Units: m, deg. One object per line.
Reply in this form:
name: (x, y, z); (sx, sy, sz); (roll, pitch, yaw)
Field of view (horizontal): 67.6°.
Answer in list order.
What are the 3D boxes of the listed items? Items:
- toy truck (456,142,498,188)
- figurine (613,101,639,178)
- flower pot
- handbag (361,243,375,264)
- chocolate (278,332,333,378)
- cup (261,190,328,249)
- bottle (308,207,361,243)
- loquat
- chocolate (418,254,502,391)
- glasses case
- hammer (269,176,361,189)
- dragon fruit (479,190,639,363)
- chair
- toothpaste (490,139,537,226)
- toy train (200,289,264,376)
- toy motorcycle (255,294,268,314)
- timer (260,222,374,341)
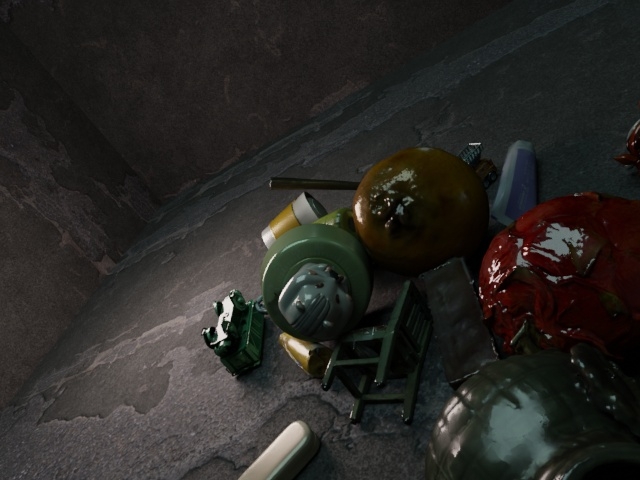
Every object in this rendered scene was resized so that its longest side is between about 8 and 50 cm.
toy truck: (0.417, -0.182, 1.375); (0.178, 0.115, 0.080); (-46, 27, -17)
figurine: (0.744, -0.235, 1.024); (0.226, 0.183, 0.160); (-46, 15, 6)
flower pot: (0.285, 0.277, 0.558); (0.302, 0.302, 0.213); (-36, 24, -1)
handbag: (0.128, 0.006, 1.393); (0.235, 0.127, 0.213); (-36, 22, -4)
chocolate: (-0.045, 0.279, 1.209); (0.085, 0.085, 0.219); (-44, 22, -18)
cup: (-0.068, -0.038, 1.697); (0.226, 0.185, 0.241); (-36, -10, 11)
bottle: (0.000, 0.000, 1.337); (0.260, 0.112, 0.112); (-25, 26, 42)
loquat: (0.239, -0.067, 1.155); (0.328, 0.328, 0.328); (-28, 26, 15)
chocolate: (0.287, 0.169, 0.939); (0.112, 0.112, 0.321); (-28, 27, 18)
glasses case: (-0.088, 0.457, 0.970); (0.196, 0.050, 0.083); (-42, 24, -15)
hammer: (0.046, -0.188, 1.645); (0.440, 0.044, 0.168); (2, 20, -4)
dragon fruit: (0.418, 0.060, 0.777); (0.342, 0.277, 0.277); (-43, 26, -12)
chair: (0.127, 0.229, 0.998); (0.147, 0.136, 0.270); (-15, 34, 34)
toothpaste: (0.505, -0.141, 1.218); (0.080, 0.125, 0.371); (-61, 0, 43)
toy train: (-0.251, 0.257, 1.395); (0.115, 0.154, 0.269); (-29, 27, 12)
toy motorcycle: (-0.085, 0.119, 1.460); (0.206, 0.154, 0.260); (-4, 40, 10)
timer: (-0.009, 0.121, 1.083); (0.291, 0.290, 0.315); (-33, 7, 5)
